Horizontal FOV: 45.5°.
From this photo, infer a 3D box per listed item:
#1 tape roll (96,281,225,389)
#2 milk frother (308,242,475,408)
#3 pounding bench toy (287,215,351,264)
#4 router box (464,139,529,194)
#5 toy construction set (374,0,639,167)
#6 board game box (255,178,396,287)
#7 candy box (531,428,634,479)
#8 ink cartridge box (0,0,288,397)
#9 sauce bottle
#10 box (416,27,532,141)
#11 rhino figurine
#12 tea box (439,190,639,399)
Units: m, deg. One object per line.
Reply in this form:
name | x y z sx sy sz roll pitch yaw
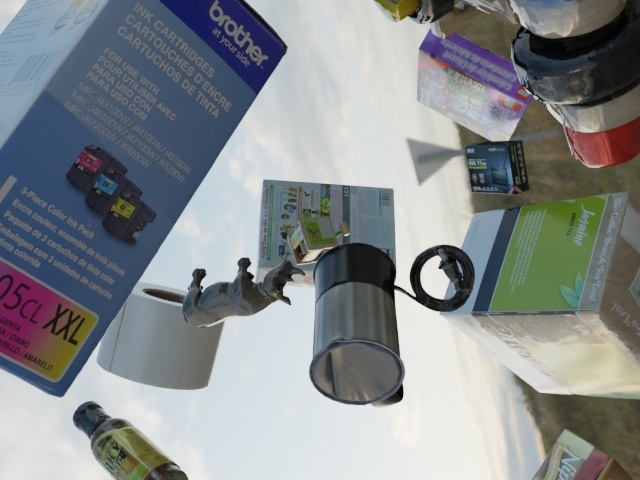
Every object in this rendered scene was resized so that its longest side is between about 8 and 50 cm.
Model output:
tape roll | -0.330 0.196 1.599 0.246 0.246 0.169 5 -80 -76
milk frother | 0.069 0.071 0.705 0.129 0.143 0.135 39 -151 -26
pounding bench toy | 0.000 0.000 1.188 0.065 0.083 0.052 -51 52 56
router box | 0.320 -0.133 1.386 0.122 0.038 0.092 9 114 61
toy construction set | 0.172 -0.162 0.425 0.308 0.258 0.237 30 -174 -35
board game box | 0.012 -0.010 1.714 0.097 0.303 0.224 107 166 -62
candy box | 0.420 0.441 1.198 0.087 0.183 0.316 27 168 47
ink cartridge box | -0.210 -0.102 0.658 0.151 0.270 0.396 39 -105 -36
sauce bottle | -0.419 0.455 1.633 0.111 0.344 0.112 -22 -57 -39
box | 0.271 -0.267 1.360 0.057 0.200 0.293 -60 -9 -2
rhino figurine | -0.136 0.090 1.333 0.073 0.243 0.106 59 -157 -44
tea box | 0.448 0.109 1.317 0.329 0.323 0.220 37 -116 -30
